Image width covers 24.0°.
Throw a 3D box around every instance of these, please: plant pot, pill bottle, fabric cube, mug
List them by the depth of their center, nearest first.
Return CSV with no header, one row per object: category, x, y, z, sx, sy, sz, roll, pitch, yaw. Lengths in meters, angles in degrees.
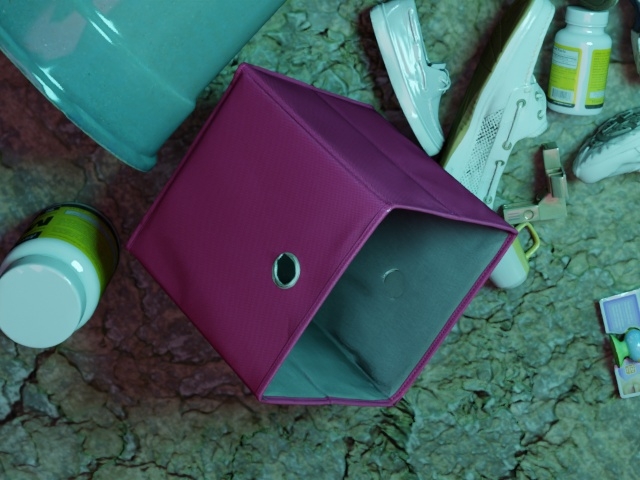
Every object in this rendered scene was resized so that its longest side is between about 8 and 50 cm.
plant pot,-0.172,-0.308,1.565,0.334,0.341,0.341,-42,102,6
fabric cube,0.000,0.000,1.623,0.258,0.259,0.254,46,111,32
pill bottle,0.293,-0.203,1.696,0.065,0.065,0.116,6,109,1
pill bottle,-0.303,0.039,1.729,0.119,0.208,0.119,1,108,2
mug,0.222,0.020,1.777,0.078,0.062,0.064,-26,113,17

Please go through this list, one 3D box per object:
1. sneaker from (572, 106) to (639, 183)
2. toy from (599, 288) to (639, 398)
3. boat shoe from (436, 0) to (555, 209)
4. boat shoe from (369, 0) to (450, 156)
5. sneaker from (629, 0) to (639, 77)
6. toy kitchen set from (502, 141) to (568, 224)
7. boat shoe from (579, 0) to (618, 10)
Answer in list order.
sneaker,0.404,-0.104,1.714,0.232,0.090,0.115,-24,109,11
toy,0.464,0.109,1.796,0.237,0.056,0.137,-14,108,7
boat shoe,0.213,-0.151,1.705,0.096,0.098,0.277,21,117,-5
boat shoe,0.114,-0.188,1.716,0.063,0.066,0.184,-20,97,10
sneaker,0.411,-0.291,1.648,0.153,0.094,0.235,-11,107,5
toy kitchen set,0.246,-0.061,1.743,0.075,0.068,0.083,-8,107,5
boat shoe,0.285,-0.346,1.647,0.068,0.072,0.190,-15,107,45
